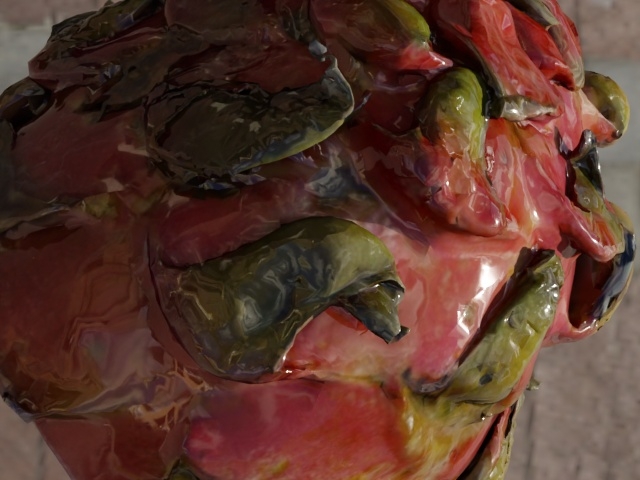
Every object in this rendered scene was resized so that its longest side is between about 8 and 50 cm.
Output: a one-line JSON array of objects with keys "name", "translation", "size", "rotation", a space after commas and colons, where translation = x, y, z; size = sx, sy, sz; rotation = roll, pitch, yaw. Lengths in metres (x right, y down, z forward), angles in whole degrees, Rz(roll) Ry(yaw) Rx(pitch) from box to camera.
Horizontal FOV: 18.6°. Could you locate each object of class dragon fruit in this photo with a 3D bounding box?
[{"name": "dragon fruit", "translation": [0.000, 0.000, 0.821], "size": [0.291, 0.250, 0.269], "rotation": [-37, 133, -11]}]
